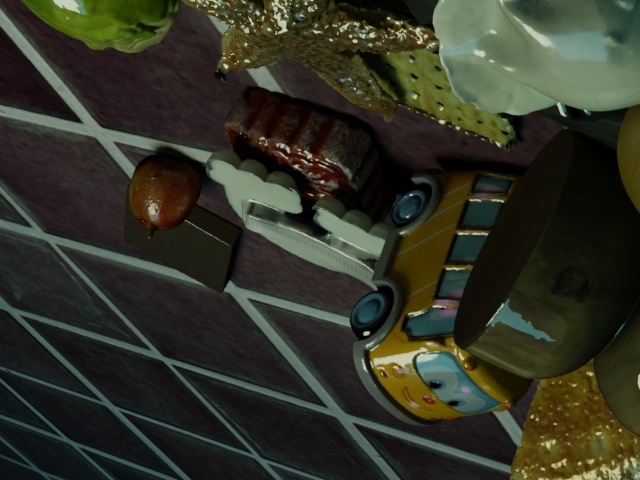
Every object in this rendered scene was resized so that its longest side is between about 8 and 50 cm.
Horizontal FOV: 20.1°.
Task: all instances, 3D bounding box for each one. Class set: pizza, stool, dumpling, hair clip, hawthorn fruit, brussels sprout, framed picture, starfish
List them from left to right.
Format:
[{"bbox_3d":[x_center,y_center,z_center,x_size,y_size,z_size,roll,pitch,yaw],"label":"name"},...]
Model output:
[{"bbox_3d":[-0.173,-0.210,1.359,0.155,0.117,0.155,22,180,0],"label":"brussels sprout"},{"bbox_3d":[-0.154,-0.047,1.781,0.077,0.077,0.077,25,160,10],"label":"hawthorn fruit"},{"bbox_3d":[-0.151,-0.005,1.951,0.128,0.023,0.168,29,160,3],"label":"framed picture"},{"bbox_3d":[-0.020,-0.168,1.290,0.295,0.048,0.231,30,154,-27],"label":"starfish"},{"bbox_3d":[0.000,0.000,1.565,0.220,0.054,0.140,26,164,9],"label":"hair clip"},{"bbox_3d":[0.159,-0.151,1.030,0.229,0.124,0.151,-32,130,23],"label":"dumpling"},{"bbox_3d":[0.258,0.110,1.502,0.292,0.197,0.058,-42,145,27],"label":"pizza"},{"bbox_3d":[0.253,0.055,1.307,0.264,0.179,0.179,26,160,-6],"label":"stool"}]

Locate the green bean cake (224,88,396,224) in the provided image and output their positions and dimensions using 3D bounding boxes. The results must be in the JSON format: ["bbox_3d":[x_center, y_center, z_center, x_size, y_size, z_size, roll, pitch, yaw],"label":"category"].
[{"bbox_3d":[-0.010,-0.065,1.574,0.135,0.056,0.135,17,157,26],"label":"green bean cake"}]

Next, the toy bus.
[{"bbox_3d":[0.123,0.043,1.450,0.136,0.209,0.126,-6,141,42],"label":"toy bus"}]

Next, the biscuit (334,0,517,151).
[{"bbox_3d":[0.055,-0.138,1.366,0.203,0.016,0.144,24,159,16],"label":"biscuit"}]

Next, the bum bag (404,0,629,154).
[{"bbox_3d":[0.127,-0.144,1.168,0.326,0.079,0.142,39,161,-29],"label":"bum bag"}]

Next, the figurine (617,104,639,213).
[{"bbox_3d":[0.315,-0.022,1.082,0.285,0.167,0.342,21,156,17],"label":"figurine"}]
